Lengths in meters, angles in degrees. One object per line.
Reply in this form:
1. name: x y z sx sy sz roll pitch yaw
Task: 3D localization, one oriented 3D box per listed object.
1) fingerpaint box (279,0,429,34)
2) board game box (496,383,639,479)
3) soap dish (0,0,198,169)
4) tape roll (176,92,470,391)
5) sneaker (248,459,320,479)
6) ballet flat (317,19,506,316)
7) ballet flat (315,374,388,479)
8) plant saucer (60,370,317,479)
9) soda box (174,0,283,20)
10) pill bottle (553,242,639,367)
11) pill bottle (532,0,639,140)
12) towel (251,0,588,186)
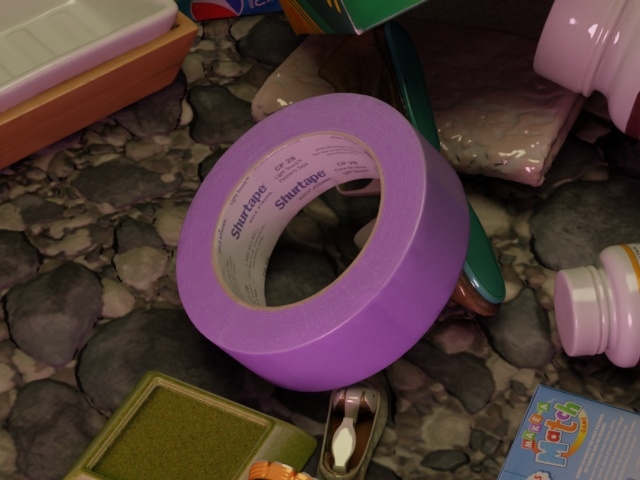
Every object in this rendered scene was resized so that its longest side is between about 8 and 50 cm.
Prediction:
1. fingerpaint box: 0.165 -0.372 1.834 0.445 0.163 0.371 -27 10 -6
2. board game box: 0.268 0.221 1.571 0.211 0.039 0.160 17 46 16
3. soap dish: -0.315 -0.211 1.966 0.291 0.118 0.229 -30 51 -27
4. tape roll: 0.000 0.000 1.670 0.275 0.090 0.274 -19 52 27
5. sneaker: 0.021 0.265 1.509 0.215 0.084 0.083 21 66 22
6. ballet flat: 0.077 -0.059 1.791 0.124 0.116 0.342 -28 70 22
7. ballet flat: 0.031 0.168 1.618 0.057 0.052 0.168 5 44 5
8. plant saucer: -0.125 0.198 1.593 0.188 0.045 0.188 19 48 19
9. soda box: -0.131 -0.308 2.102 0.210 0.067 0.071 -8 45 -7
10. pill bottle: 0.335 0.057 1.684 0.215 0.117 0.117 -6 44 -6
11. pill bottle: 0.431 -0.174 1.803 0.392 0.224 0.224 27 49 10
12. towel: 0.136 -0.193 1.969 0.332 0.053 0.317 13 43 21
